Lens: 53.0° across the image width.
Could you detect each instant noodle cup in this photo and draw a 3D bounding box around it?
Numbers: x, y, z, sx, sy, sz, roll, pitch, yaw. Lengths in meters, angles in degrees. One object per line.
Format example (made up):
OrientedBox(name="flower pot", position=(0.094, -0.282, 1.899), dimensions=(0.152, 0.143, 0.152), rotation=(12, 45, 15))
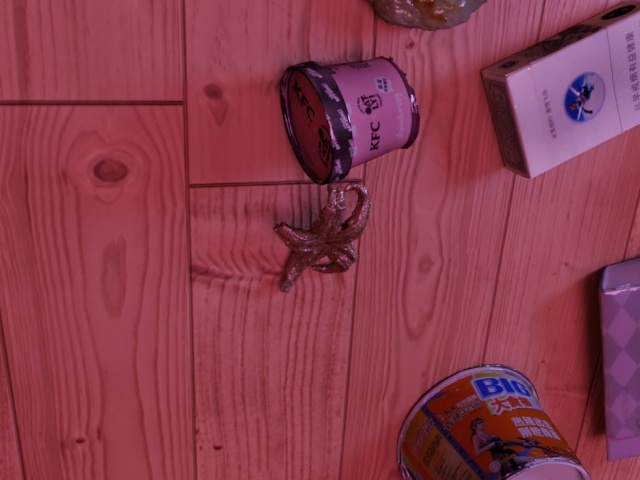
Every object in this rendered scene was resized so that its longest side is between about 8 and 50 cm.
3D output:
OrientedBox(name="instant noodle cup", position=(0.302, 0.388, 1.082), dimensions=(0.296, 0.214, 0.296), rotation=(-6, 113, -15))

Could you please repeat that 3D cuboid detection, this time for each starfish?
OrientedBox(name="starfish", position=(0.001, 0.007, 0.891), dimensions=(0.150, 0.053, 0.209), rotation=(21, 127, -29))

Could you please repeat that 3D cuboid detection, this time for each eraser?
OrientedBox(name="eraser", position=(0.606, 0.216, 1.169), dimensions=(0.213, 0.082, 0.396), rotation=(-13, 116, 3))

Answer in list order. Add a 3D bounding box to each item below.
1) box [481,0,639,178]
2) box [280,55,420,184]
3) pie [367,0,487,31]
OrientedBox(name="box", position=(0.377, -0.220, 0.934), dimensions=(0.256, 0.069, 0.164), rotation=(-26, 117, -6))
OrientedBox(name="box", position=(0.039, -0.159, 0.813), dimensions=(0.135, 0.151, 0.151), rotation=(-18, 117, -20))
OrientedBox(name="pie", position=(0.159, -0.382, 0.785), dimensions=(0.201, 0.090, 0.248), rotation=(0, 115, -21))
